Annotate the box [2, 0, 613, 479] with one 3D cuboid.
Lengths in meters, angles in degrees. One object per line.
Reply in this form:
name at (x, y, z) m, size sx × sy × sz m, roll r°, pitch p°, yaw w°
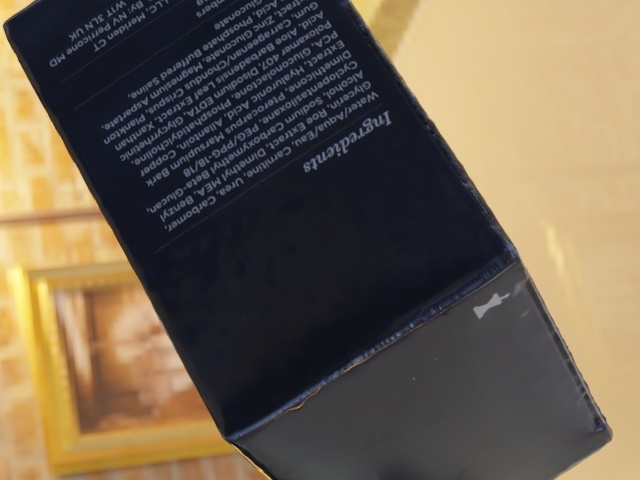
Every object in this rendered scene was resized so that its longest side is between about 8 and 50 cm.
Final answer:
box at (0.000, 0.000, 0.570) m, size 0.158 × 0.093 × 0.156 m, roll 58°, pitch 2°, yaw 30°
